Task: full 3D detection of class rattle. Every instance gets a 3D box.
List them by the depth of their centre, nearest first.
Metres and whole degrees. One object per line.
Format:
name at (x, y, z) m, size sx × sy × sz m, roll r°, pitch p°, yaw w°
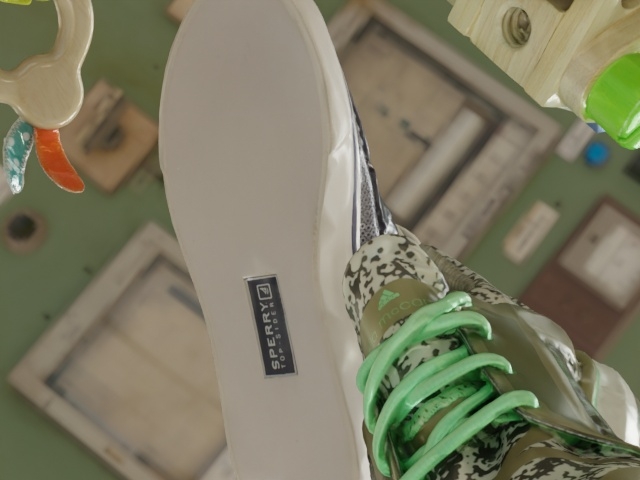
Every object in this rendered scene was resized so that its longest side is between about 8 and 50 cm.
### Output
rattle at (-0.247, -0.138, 1.269) m, size 0.130 × 0.143 × 0.199 m, roll -31°, pitch 113°, yaw -34°

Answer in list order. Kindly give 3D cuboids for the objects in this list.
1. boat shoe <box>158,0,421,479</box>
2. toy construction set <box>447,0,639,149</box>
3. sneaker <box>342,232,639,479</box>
boat shoe at (0.000, 0.000, 1.008) m, size 0.158 × 0.127 × 0.340 m, roll -21°, pitch 108°, yaw -60°
toy construction set at (0.147, -0.171, 0.566) m, size 0.215 × 0.151 × 0.327 m, roll -4°, pitch 117°, yaw -43°
sneaker at (0.060, 0.088, 0.749) m, size 0.158 × 0.182 × 0.410 m, roll -38°, pitch -178°, yaw 5°
